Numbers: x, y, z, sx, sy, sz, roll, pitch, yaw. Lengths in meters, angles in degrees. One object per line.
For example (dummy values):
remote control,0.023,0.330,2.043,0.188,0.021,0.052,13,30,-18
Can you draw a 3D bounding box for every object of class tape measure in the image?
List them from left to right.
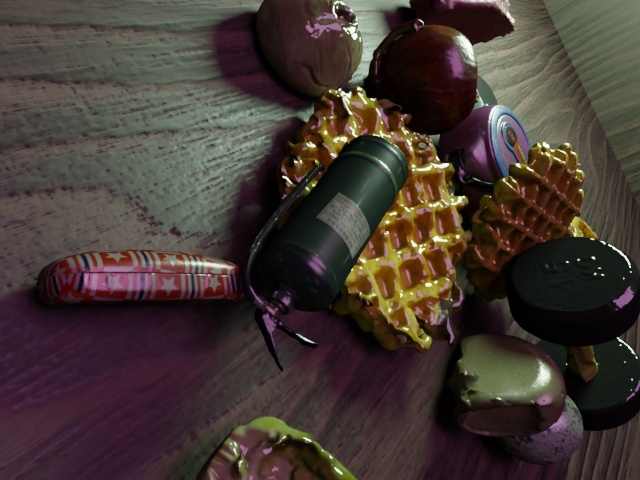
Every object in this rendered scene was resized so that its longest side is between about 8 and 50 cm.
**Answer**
tape measure,0.339,-0.150,1.052,0.231,0.149,0.245,52,49,-21

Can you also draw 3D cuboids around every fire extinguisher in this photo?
fire extinguisher,0.000,0.000,0.555,0.118,0.093,0.294,39,54,-6

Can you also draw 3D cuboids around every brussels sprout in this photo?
brussels sprout,-0.026,0.252,0.456,0.183,0.145,0.131,33,64,23

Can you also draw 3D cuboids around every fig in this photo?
fig,0.181,-0.290,0.915,0.205,0.205,0.205,23,56,-39

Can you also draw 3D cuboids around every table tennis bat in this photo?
table tennis bat,0.422,-0.383,1.345,0.221,0.019,0.130,-10,78,-51

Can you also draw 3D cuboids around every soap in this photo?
soap,0.325,-0.542,1.192,0.289,0.182,0.112,-1,75,-54

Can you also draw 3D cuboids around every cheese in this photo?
cheese,0.285,0.220,0.805,0.202,0.176,0.091,-80,161,-68

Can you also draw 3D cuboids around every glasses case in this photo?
glasses case,-0.150,0.034,0.470,0.195,0.073,0.049,6,75,-47

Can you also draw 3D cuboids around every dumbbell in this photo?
dumbbell,0.463,0.172,0.916,0.322,0.204,0.203,64,36,-33

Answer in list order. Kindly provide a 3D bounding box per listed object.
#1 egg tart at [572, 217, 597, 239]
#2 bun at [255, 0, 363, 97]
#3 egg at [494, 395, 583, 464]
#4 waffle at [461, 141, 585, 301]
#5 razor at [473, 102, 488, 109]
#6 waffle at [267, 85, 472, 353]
egg tart,0.654,0.084,1.293,0.319,0.128,0.318,26,52,-39
bun,-0.003,-0.309,0.766,0.173,0.114,0.166,-13,82,-47
egg,0.358,0.306,0.854,0.172,0.132,0.132,12,63,-31
waffle,0.384,-0.028,0.946,0.329,0.329,0.062,18,17,-42
razor,0.413,-0.212,1.226,0.232,0.068,0.106,48,44,-28
waffle,0.091,-0.039,0.761,0.380,0.095,0.382,42,49,-25
